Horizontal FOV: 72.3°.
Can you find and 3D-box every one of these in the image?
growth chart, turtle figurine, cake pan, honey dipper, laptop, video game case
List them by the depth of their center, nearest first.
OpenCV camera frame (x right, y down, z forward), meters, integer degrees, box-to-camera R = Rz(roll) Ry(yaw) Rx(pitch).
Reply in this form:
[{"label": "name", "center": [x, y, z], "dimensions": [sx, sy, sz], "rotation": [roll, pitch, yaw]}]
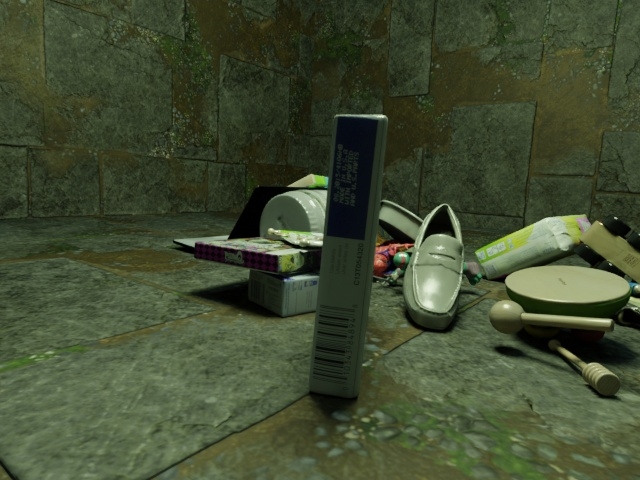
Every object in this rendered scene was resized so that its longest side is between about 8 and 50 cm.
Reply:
[{"label": "honey dipper", "center": [0.364, 0.170, 0.621], "dimensions": [0.030, 0.031, 0.161], "rotation": [4, 7, 5]}, {"label": "video game case", "center": [-0.106, 0.026, 0.913], "dimensions": [0.232, 0.042, 0.210], "rotation": [7, 7, 36]}, {"label": "growth chart", "center": [0.000, 0.000, 0.922], "dimensions": [0.171, 0.021, 0.237], "rotation": [3, 5, -22]}, {"label": "turtle figurine", "center": [0.243, 0.070, 1.018], "dimensions": [0.234, 0.118, 0.175], "rotation": [6, 6, -23]}, {"label": "cake pan", "center": [0.276, -0.005, 1.256], "dimensions": [0.293, 0.054, 0.293], "rotation": [38, -1, 1]}, {"label": "laptop", "center": [-0.201, -0.078, 1.426], "dimensions": [0.407, 0.236, 0.382], "rotation": [14, 13, 40]}]

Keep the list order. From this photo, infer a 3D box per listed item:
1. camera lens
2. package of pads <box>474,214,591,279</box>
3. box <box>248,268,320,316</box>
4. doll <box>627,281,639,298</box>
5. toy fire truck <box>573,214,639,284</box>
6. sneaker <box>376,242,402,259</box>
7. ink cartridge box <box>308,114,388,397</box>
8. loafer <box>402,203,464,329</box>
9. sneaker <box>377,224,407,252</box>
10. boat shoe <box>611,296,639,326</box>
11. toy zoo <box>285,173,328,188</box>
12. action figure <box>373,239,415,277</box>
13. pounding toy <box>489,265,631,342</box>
[{"label": "camera lens", "center": [-0.007, -0.034, 1.248], "dimensions": [0.219, 0.220, 0.274], "rotation": [10, 10, 40]}, {"label": "package of pads", "center": [0.611, 0.018, 1.214], "dimensions": [0.296, 0.101, 0.229], "rotation": [-6, -20, -41]}, {"label": "box", "center": [-0.053, 0.092, 0.870], "dimensions": [0.137, 0.072, 0.126], "rotation": [-3, 10, -39]}, {"label": "doll", "center": [0.646, 0.122, 0.861], "dimensions": [0.189, 0.046, 0.129], "rotation": [26, -13, 40]}, {"label": "toy fire truck", "center": [0.742, 0.070, 1.071], "dimensions": [0.246, 0.158, 0.217], "rotation": [10, 32, -53]}, {"label": "sneaker", "center": [0.192, 0.034, 1.391], "dimensions": [0.175, 0.068, 0.064], "rotation": [0, 7, -32]}, {"label": "ink cartridge box", "center": [0.050, 0.002, 0.645], "dimensions": [0.071, 0.324, 0.330], "rotation": [6, 8, 6]}, {"label": "loafer", "center": [0.228, 0.039, 0.869], "dimensions": [0.112, 0.112, 0.319], "rotation": [10, 37, 7]}, {"label": "sneaker", "center": [0.238, -0.020, 1.632], "dimensions": [0.131, 0.112, 0.296], "rotation": [-3, 11, -39]}, {"label": "boat shoe", "center": [0.593, 0.138, 0.847], "dimensions": [0.049, 0.056, 0.152], "rotation": [-37, 8, -15]}, {"label": "toy zoo", "center": [-0.016, -0.154, 1.444], "dimensions": [0.192, 0.030, 0.293], "rotation": [-22, -11, 32]}, {"label": "action figure", "center": [0.211, 0.047, 1.206], "dimensions": [0.139, 0.092, 0.280], "rotation": [-4, 5, 20]}, {"label": "pounding toy", "center": [0.396, 0.127, 0.720], "dimensions": [0.183, 0.110, 0.237], "rotation": [4, 17, 40]}]
